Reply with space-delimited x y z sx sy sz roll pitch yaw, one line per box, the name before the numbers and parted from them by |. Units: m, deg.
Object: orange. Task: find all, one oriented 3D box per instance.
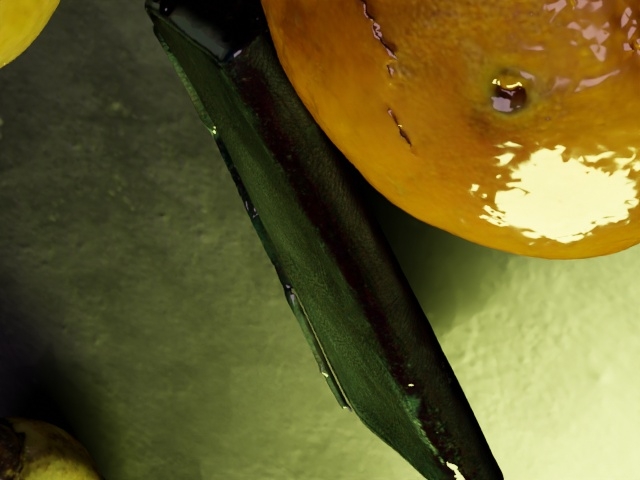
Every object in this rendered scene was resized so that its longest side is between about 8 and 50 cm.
orange | 0.112 -0.124 0.897 0.284 0.226 0.284 13 131 15

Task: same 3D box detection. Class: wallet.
wallet | 0.000 0.000 1.085 0.318 0.045 0.172 63 166 -26

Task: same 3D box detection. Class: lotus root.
lotus root | -0.189 0.212 1.336 0.110 0.097 0.258 15 134 23

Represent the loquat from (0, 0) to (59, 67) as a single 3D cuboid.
loquat | -0.241 -0.180 1.029 0.238 0.193 0.238 -12 129 -15
